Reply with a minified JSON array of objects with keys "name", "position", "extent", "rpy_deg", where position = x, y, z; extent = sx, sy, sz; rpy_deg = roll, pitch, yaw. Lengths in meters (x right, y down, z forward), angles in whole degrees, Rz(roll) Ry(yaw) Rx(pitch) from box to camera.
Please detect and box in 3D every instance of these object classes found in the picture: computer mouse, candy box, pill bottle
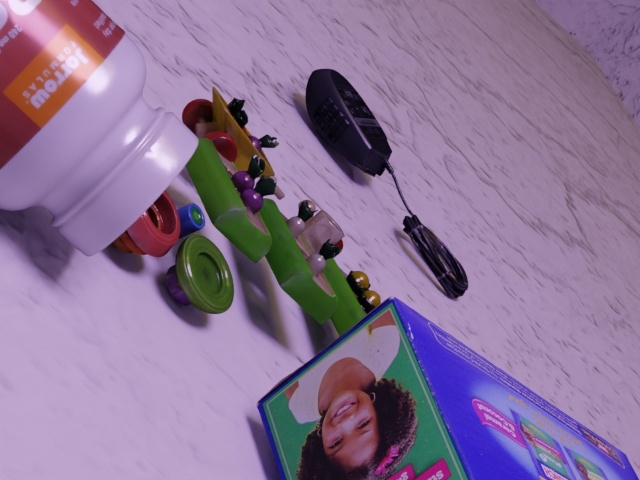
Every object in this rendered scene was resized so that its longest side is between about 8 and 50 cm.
[{"name":"computer mouse","position":[0.054,-0.048,1.486],"extent":[0.242,0.041,0.071],"rpy_deg":[59,18,12]},{"name":"candy box","position":[0.125,0.221,0.940],"extent":[0.268,0.122,0.317],"rpy_deg":[34,21,-39]},{"name":"pill bottle","position":[-0.174,-0.096,0.905],"extent":[0.216,0.121,0.121],"rpy_deg":[43,18,-13]}]

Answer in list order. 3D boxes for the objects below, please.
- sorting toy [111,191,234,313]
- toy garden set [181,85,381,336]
[{"name":"sorting toy","position":[-0.096,0.006,1.022],"extent":[0.102,0.042,0.061],"rpy_deg":[53,30,-26]},{"name":"toy garden set","position":[0.000,0.000,1.173],"extent":[0.244,0.049,0.204],"rpy_deg":[44,9,-31]}]
